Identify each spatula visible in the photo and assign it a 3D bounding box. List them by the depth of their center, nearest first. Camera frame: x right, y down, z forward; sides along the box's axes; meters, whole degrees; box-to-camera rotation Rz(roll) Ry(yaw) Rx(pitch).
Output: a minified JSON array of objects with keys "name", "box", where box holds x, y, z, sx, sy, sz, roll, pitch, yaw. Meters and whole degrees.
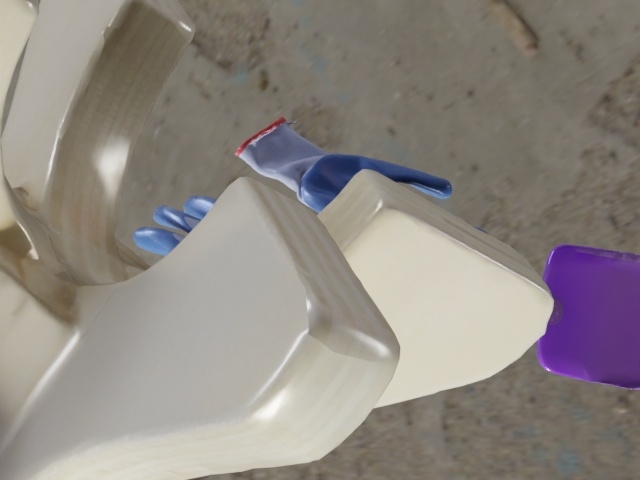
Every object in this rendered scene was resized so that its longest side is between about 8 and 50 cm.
[{"name":"spatula","box":[0.075,0.033,1.115,0.296,0.030,0.084,8,81,-1]}]

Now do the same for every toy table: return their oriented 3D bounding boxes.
[{"name":"toy table","box":[-0.070,0.023,0.511,0.274,0.252,0.161,24,109,-42]}]

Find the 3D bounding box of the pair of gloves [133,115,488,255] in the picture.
[{"name":"pair of gloves","box":[0.000,0.000,1.024,0.159,0.023,0.198,32,41,16]}]
